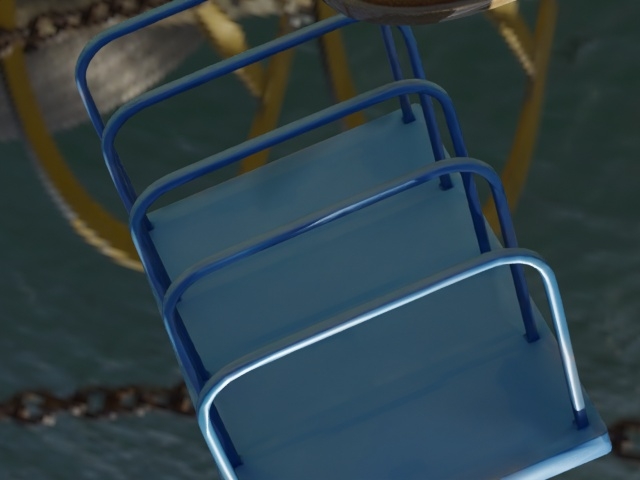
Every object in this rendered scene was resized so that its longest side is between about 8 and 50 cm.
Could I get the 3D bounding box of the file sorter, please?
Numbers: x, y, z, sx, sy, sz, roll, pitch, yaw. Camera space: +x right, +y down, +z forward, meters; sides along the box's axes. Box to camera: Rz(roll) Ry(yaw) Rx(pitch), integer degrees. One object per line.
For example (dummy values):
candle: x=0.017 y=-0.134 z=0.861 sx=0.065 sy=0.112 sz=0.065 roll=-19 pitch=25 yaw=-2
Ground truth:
file sorter: x=0.000 y=0.000 z=0.584 sx=0.118 sy=0.170 sz=0.104 roll=-22 pitch=136 yaw=-3

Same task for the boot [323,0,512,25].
boot: x=0.092 y=-0.206 z=0.477 sx=0.104 sy=0.295 sz=0.211 roll=47 pitch=171 yaw=29
